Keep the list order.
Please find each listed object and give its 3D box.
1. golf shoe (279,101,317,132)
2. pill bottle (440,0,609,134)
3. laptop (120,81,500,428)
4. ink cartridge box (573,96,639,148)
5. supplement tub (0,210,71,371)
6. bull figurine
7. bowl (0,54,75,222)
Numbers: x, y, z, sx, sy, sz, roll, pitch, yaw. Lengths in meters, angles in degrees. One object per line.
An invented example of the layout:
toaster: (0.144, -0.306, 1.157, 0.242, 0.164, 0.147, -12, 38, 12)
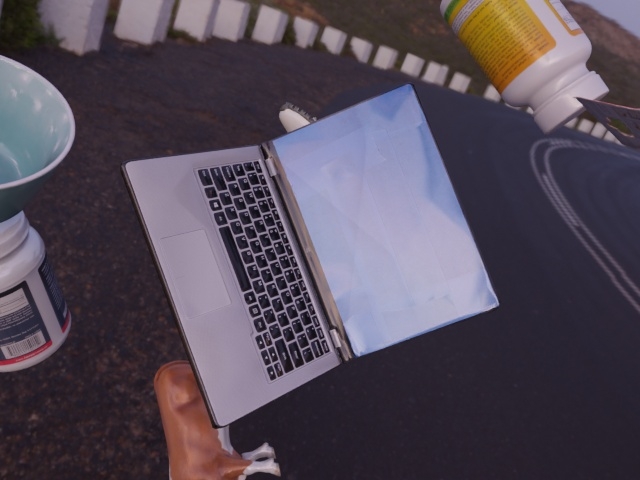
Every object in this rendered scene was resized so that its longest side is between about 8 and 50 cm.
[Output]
golf shoe: (-0.015, -0.167, 1.343, 0.272, 0.120, 0.105, 53, -5, -4)
pill bottle: (0.293, -0.279, 0.902, 0.245, 0.136, 0.136, 57, 25, 8)
laptop: (0.000, 0.000, 0.910, 0.408, 0.236, 0.381, -17, 84, -46)
ink cartridge box: (0.409, -0.119, 0.662, 0.181, 0.056, 0.225, 17, 10, -47)
supplement tub: (-0.572, 0.083, 1.122, 0.191, 0.272, 0.191, -1, 38, 1)
bull figurine: (-0.175, 0.335, 1.027, 0.189, 0.310, 0.101, -15, -17, -9)
bowl: (-0.547, -0.137, 0.961, 0.312, 0.163, 0.311, 16, 45, -16)
